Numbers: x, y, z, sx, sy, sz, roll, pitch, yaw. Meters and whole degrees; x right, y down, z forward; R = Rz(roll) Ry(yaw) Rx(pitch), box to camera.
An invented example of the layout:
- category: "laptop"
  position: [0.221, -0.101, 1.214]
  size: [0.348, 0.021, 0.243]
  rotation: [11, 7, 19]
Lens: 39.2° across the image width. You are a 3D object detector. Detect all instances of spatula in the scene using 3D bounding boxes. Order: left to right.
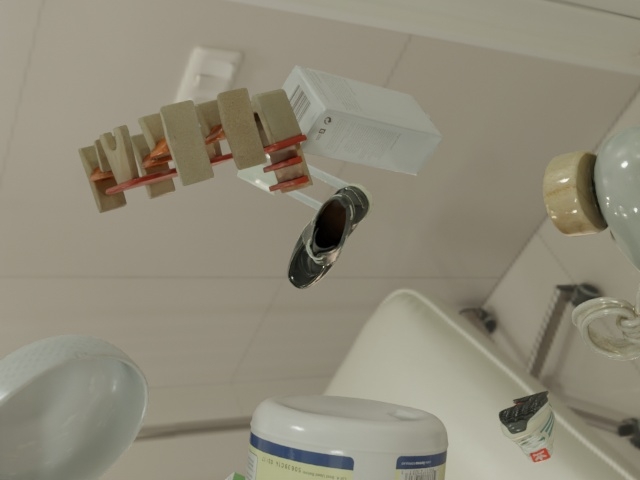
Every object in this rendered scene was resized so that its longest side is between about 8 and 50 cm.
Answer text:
- category: "spatula"
  position: [-0.035, -0.134, 1.562]
  size: [0.242, 0.019, 0.168]
  rotation: [27, 121, 20]

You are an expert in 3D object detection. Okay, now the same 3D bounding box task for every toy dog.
- category: "toy dog"
  position: [0.360, -0.017, 0.894]
  size: [0.220, 0.333, 0.161]
  rotation: [9, 55, 32]

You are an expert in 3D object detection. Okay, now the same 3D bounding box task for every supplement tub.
- category: "supplement tub"
  position: [0.021, 0.358, 1.057]
  size: [0.235, 0.236, 0.324]
  rotation: [1, 85, 58]

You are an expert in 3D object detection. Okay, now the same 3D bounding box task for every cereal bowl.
- category: "cereal bowl"
  position: [-0.472, 0.293, 1.543]
  size: [0.141, 0.339, 0.338]
  rotation: [42, 124, 36]

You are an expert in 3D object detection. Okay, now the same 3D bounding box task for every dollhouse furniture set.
- category: "dollhouse furniture set"
  position: [-0.144, -0.099, 1.146]
  size: [0.262, 0.259, 0.135]
  rotation: [-10, 99, 55]

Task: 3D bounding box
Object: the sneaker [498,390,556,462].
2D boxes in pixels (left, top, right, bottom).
- category: "sneaker"
  position: [0.251, 0.224, 1.050]
  size: [0.057, 0.161, 0.075]
  rotation: [-19, 83, 18]

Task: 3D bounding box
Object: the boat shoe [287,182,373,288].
- category: "boat shoe"
  position: [0.000, 0.000, 1.531]
  size: [0.084, 0.079, 0.233]
  rotation: [40, 125, 7]

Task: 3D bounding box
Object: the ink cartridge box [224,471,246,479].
- category: "ink cartridge box"
  position: [-0.164, 0.523, 1.710]
  size: [0.235, 0.056, 0.171]
  rotation: [-50, 18, 45]

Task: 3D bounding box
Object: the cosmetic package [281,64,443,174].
- category: "cosmetic package"
  position: [0.057, -0.176, 1.338]
  size: [0.085, 0.231, 0.117]
  rotation: [-56, 43, 29]
